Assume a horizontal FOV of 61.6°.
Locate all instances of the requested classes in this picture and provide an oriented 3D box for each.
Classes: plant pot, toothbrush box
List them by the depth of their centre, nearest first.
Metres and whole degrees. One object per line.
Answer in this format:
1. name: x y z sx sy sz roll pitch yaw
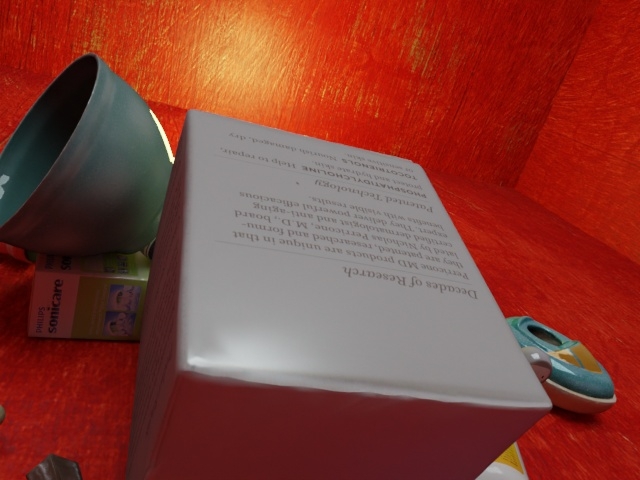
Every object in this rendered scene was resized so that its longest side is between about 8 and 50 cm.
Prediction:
1. plant pot: -0.332 -0.095 0.798 0.196 0.293 0.293 35 6 -41
2. toothbrush box: -0.323 0.065 0.909 0.284 0.122 0.206 7 23 -24

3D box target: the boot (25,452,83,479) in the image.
1. boot: -0.285 0.269 0.542 0.106 0.037 0.114 15 20 -48

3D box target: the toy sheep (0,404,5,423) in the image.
1. toy sheep: -0.394 0.205 0.551 0.091 0.091 0.132 29 29 26

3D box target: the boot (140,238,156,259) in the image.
1. boot: -0.209 0.002 0.908 0.086 0.069 0.190 32 32 13

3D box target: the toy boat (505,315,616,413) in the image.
1. toy boat: 0.433 0.242 1.042 0.268 0.148 0.318 32 24 31

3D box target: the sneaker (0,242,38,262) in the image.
1. sneaker: -0.578 -0.070 1.045 0.136 0.115 0.313 12 22 -13

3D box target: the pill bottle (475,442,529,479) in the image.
1. pill bottle: 0.216 0.317 0.720 0.118 0.117 0.208 18 21 0

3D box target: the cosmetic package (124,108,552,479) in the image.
1. cosmetic package: -0.033 0.108 0.635 0.328 0.329 0.393 10 38 -20
